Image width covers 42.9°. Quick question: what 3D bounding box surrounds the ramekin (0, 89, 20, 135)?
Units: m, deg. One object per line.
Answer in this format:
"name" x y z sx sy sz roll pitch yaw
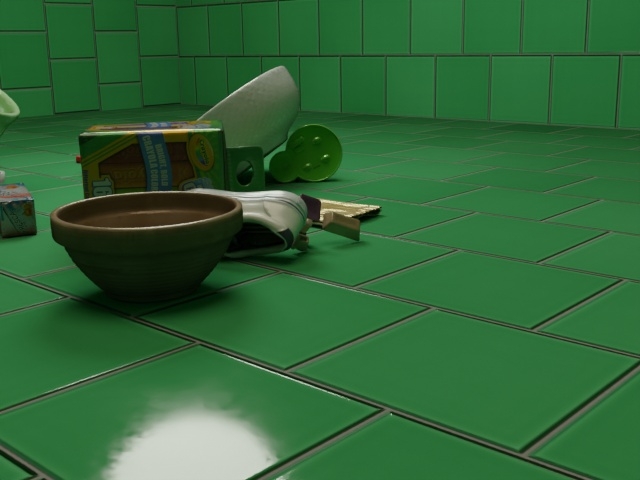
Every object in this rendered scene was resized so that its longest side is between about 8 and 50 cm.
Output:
"ramekin" -0.791 -0.277 1.666 0.303 0.148 0.303 33 9 -6

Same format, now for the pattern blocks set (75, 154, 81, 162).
"pattern blocks set" -0.464 -0.227 2.203 0.324 0.026 0.285 -11 17 -36

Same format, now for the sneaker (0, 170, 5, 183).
"sneaker" -0.719 -0.101 1.403 0.365 0.137 0.210 13 32 31

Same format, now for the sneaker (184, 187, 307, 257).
"sneaker" -0.149 -0.021 1.200 0.258 0.094 0.091 -6 34 23

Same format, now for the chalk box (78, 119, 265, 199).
"chalk box" -0.236 -0.105 1.357 0.289 0.180 0.179 -4 14 -6

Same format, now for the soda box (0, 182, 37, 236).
"soda box" -0.536 -0.056 1.422 0.058 0.063 0.183 -7 15 -24

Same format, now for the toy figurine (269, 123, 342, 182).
"toy figurine" -0.043 -0.186 1.899 0.173 0.130 0.159 -28 3 -6

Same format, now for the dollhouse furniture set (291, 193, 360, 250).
"dollhouse furniture set" 0.000 0.000 1.270 0.114 0.091 0.081 17 -35 -20

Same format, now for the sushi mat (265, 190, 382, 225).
"sushi mat" -0.054 -0.061 1.501 0.316 0.019 0.151 10 16 37

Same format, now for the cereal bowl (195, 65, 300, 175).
"cereal bowl" -0.176 -0.240 1.843 0.339 0.141 0.339 -37 5 4

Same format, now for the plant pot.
"plant pot" -0.214 0.010 1.030 0.237 0.110 0.237 -1 14 0
